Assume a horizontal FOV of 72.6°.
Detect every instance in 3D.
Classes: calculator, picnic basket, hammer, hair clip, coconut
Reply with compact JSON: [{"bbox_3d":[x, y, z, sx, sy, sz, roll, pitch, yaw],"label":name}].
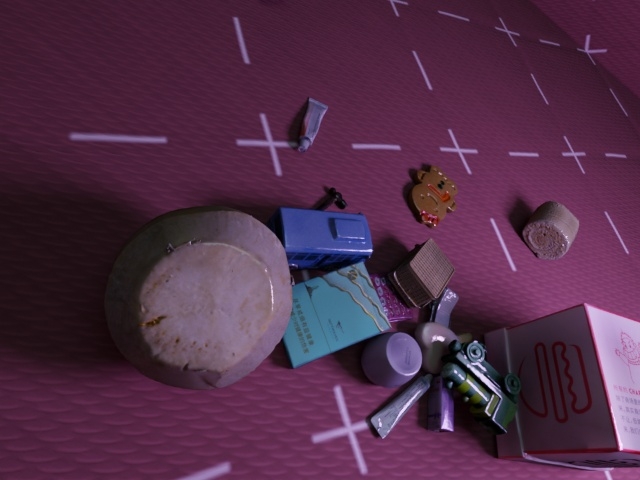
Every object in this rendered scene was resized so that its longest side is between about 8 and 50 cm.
[{"bbox_3d":[0.138,0.139,1.045,0.190,0.034,0.127,2,63,-34],"label":"calculator"},{"bbox_3d":[0.254,0.081,1.089,0.115,0.079,0.164,53,43,-1],"label":"picnic basket"},{"bbox_3d":[-0.001,-0.071,1.085,0.065,0.021,0.178,49,53,1],"label":"hammer"},{"bbox_3d":[0.300,0.226,1.071,0.159,0.071,0.219,30,59,-15],"label":"hair clip"},{"bbox_3d":[-0.199,0.085,0.741,0.322,0.323,0.323,13,60,-23],"label":"coconut"}]

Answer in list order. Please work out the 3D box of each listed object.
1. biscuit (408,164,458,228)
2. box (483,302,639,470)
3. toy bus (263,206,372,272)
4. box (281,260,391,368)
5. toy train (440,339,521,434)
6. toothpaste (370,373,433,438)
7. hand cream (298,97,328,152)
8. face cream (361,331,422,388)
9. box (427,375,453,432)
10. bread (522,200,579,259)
[{"bbox_3d":[0.334,-0.135,1.294,0.166,0.036,0.225,46,53,-2],"label":"biscuit"},{"bbox_3d":[0.618,0.357,1.023,0.314,0.300,0.313,17,59,-20],"label":"box"},{"bbox_3d":[0.000,0.000,0.977,0.233,0.133,0.116,3,63,-27],"label":"toy bus"},{"bbox_3d":[0.018,0.155,0.928,0.229,0.041,0.162,-18,75,-17],"label":"box"},{"bbox_3d":[0.355,0.321,0.978,0.200,0.083,0.132,41,61,1],"label":"toy train"},{"bbox_3d":[0.186,0.354,0.960,0.197,0.029,0.048,-29,79,-33],"label":"toothpaste"},{"bbox_3d":[-0.028,-0.319,1.196,0.052,0.038,0.216,45,42,-32],"label":"hand cream"},{"bbox_3d":[0.153,0.257,0.944,0.117,0.104,0.117,13,58,-21],"label":"face cream"},{"bbox_3d":[0.272,0.370,0.985,0.036,0.050,0.117,23,58,-18],"label":"box"},{"bbox_3d":[0.745,-0.034,1.405,0.141,0.134,0.148,-41,102,-37],"label":"bread"}]
